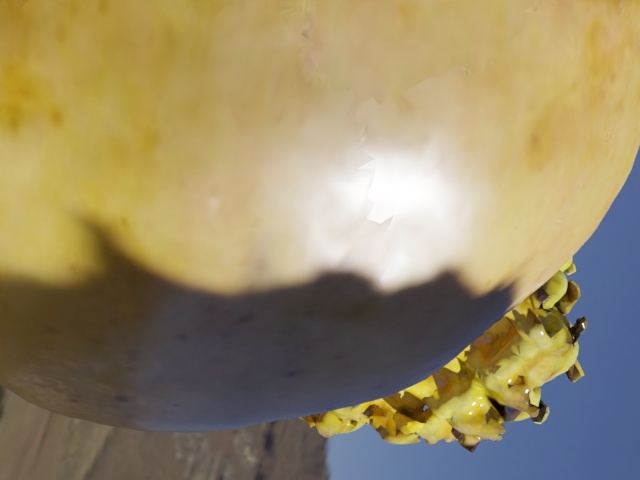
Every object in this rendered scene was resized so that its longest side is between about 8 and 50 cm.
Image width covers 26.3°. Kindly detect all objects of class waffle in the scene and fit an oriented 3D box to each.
[{"bbox_3d":[0.000,0.000,0.978,0.095,0.382,0.379,-56,143,-44],"label":"waffle"}]

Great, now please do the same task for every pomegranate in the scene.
[{"bbox_3d":[-0.036,-0.093,0.499,0.338,0.338,0.338,-163,-90,-88],"label":"pomegranate"}]
